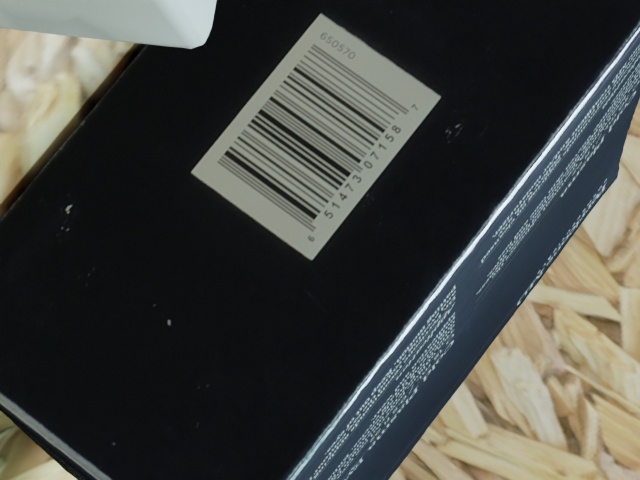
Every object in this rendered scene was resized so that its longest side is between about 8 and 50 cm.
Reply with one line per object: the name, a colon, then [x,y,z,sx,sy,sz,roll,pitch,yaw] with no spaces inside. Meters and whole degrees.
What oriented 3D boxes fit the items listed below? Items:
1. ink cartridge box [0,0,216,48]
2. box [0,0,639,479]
ink cartridge box: [-0.068,-0.140,0.390,0.203,0.086,0.148,53,45,-78]
box: [0.000,0.000,0.965,0.343,0.179,0.312,-51,167,-11]
